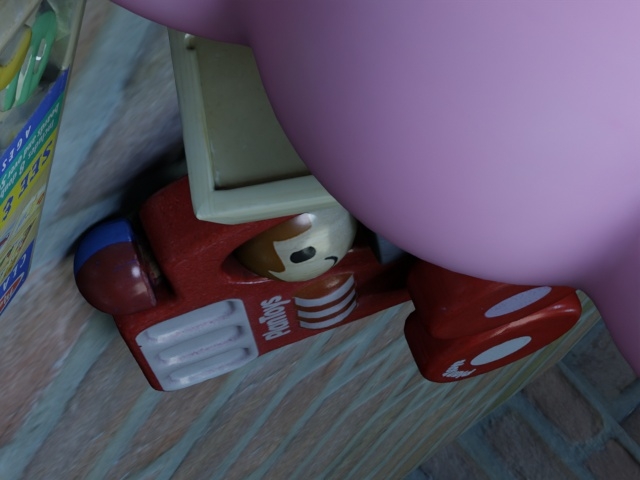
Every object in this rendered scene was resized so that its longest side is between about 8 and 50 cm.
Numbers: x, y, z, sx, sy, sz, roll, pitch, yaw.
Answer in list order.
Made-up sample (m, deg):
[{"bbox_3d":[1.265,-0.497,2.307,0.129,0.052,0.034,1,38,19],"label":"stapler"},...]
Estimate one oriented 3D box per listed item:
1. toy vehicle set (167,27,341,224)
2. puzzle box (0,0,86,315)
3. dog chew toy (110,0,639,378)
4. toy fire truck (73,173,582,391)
[{"bbox_3d":[0.079,-0.107,0.563,0.267,0.166,0.035,-9,175,17],"label":"toy vehicle set"},{"bbox_3d":[-0.206,0.094,0.608,0.409,0.052,0.272,-59,178,-29],"label":"puzzle box"},{"bbox_3d":[0.054,-0.086,0.443,0.206,0.332,0.206,-40,168,-10],"label":"dog chew toy"},{"bbox_3d":[0.000,0.000,1.042,0.254,0.169,0.302,-22,165,-3],"label":"toy fire truck"}]
